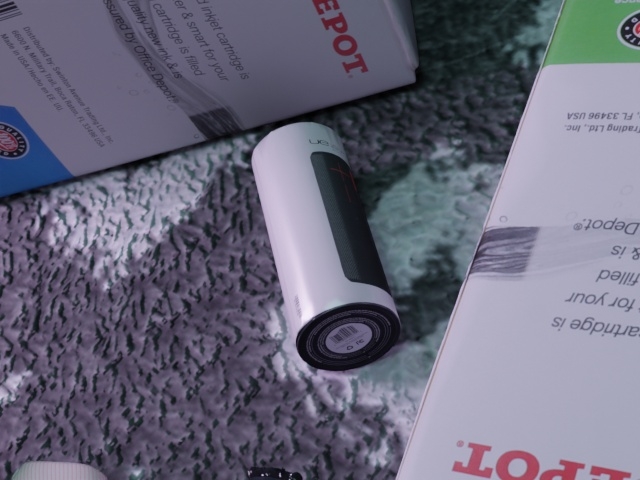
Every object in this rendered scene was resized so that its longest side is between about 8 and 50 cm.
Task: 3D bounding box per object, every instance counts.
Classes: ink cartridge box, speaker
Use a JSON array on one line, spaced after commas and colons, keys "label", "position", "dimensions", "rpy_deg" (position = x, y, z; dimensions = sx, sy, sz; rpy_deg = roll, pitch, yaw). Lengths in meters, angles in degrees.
[{"label": "ink cartridge box", "position": [-0.119, -0.169, 0.696], "dimensions": [0.307, 0.223, 0.129], "rpy_deg": [-14, 49, 15]}, {"label": "ink cartridge box", "position": [0.176, 0.029, 0.469], "dimensions": [0.211, 0.121, 0.289], "rpy_deg": [7, 58, 29]}, {"label": "speaker", "position": [0.000, 0.000, 0.621], "dimensions": [0.055, 0.055, 0.136], "rpy_deg": [-22, 47, 8]}]

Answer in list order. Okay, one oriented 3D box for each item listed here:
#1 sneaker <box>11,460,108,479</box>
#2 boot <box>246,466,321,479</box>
[{"label": "sneaker", "position": [-0.157, 0.156, 0.578], "dimensions": [0.134, 0.051, 0.070], "rpy_deg": [-29, 32, 13]}, {"label": "boot", "position": [-0.040, 0.149, 0.528], "dimensions": [0.121, 0.045, 0.099], "rpy_deg": [12, 62, 24]}]
